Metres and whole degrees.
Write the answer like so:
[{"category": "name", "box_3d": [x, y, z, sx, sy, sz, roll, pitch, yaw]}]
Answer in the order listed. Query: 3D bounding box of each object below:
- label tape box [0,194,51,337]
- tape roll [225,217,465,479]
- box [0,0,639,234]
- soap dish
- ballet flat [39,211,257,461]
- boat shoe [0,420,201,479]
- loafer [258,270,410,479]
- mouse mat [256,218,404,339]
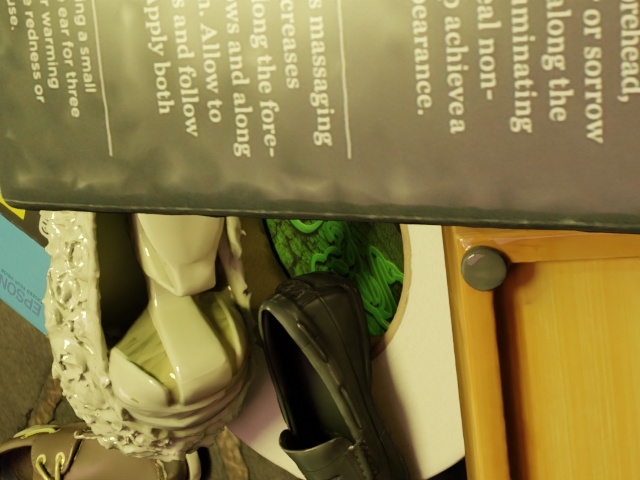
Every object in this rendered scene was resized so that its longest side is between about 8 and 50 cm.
[{"category": "label tape box", "box_3d": [-0.215, -0.135, 0.860, 0.240, 0.106, 0.334, 35, 127, 22]}, {"category": "tape roll", "box_3d": [0.001, -0.010, 0.843, 0.392, 0.072, 0.392, 17, 117, 37]}, {"category": "box", "box_3d": [0.095, -0.136, 0.496, 0.395, 0.293, 0.212, 3, 104, 29]}, {"category": "soap dish", "box_3d": [0.183, 0.092, 0.635, 0.228, 0.118, 0.291, -3, 106, 18]}, {"category": "ballet flat", "box_3d": [-0.106, 0.020, 0.751, 0.147, 0.147, 0.409, 26, 136, 34]}, {"category": "boat shoe", "box_3d": [-0.244, 0.230, 1.156, 0.324, 0.096, 0.117, -13, 96, 45]}, {"category": "loafer", "box_3d": [0.005, 0.133, 0.788, 0.076, 0.078, 0.223, -5, 102, 44]}, {"category": "mouse mat", "box_3d": [0.000, 0.000, 0.903, 0.190, 0.007, 0.152, 56, 134, 10]}]
